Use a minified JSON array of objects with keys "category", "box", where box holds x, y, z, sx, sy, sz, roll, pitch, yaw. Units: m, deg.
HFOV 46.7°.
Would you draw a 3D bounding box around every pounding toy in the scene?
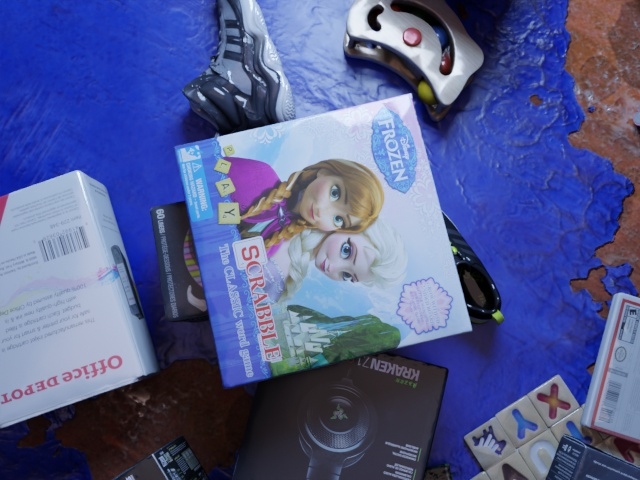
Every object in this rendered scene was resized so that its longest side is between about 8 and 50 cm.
[{"category":"pounding toy","box":[0.124,-0.314,1.087,0.154,0.155,0.270,-33,84,-7]}]

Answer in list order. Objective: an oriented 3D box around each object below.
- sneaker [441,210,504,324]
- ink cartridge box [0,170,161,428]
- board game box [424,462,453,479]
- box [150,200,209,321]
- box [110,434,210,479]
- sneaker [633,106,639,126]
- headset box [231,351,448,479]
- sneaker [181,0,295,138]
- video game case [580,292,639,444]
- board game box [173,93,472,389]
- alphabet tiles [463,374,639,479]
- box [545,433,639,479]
[{"category":"sneaker","box":[0.190,0.022,1.076,0.084,0.097,0.235,-41,84,-4]},{"category":"ink cartridge box","box":[-0.387,0.084,1.065,0.226,0.131,0.306,-18,85,-1]},{"category":"board game box","box":[0.152,0.462,1.056,0.136,0.030,0.260,-14,83,1]},{"category":"box","box":[-0.086,0.016,1.060,0.270,0.143,0.165,-11,83,-1]},{"category":"box","box":[-0.200,0.357,1.003,0.077,0.180,0.147,-33,84,-3]},{"category":"sneaker","box":[0.529,-0.212,1.128,0.057,0.047,0.119,35,87,-14]},{"category":"headset box","box":[0.024,0.281,1.015,0.246,0.131,0.283,14,82,11]},{"category":"sneaker","box":[-0.146,-0.274,1.115,0.153,0.101,0.269,-21,86,-4]},{"category":"video game case","box":[0.541,0.215,1.075,0.285,0.025,0.204,18,82,2]},{"category":"board game box","box":[0.000,0.000,0.954,0.317,0.066,0.319,-14,82,-2]},{"category":"alphabet tiles","box":[0.372,0.386,1.073,0.285,0.011,0.343,-32,84,-3]},{"category":"box","box":[0.379,0.396,1.011,0.153,0.108,0.207,24,85,4]}]
